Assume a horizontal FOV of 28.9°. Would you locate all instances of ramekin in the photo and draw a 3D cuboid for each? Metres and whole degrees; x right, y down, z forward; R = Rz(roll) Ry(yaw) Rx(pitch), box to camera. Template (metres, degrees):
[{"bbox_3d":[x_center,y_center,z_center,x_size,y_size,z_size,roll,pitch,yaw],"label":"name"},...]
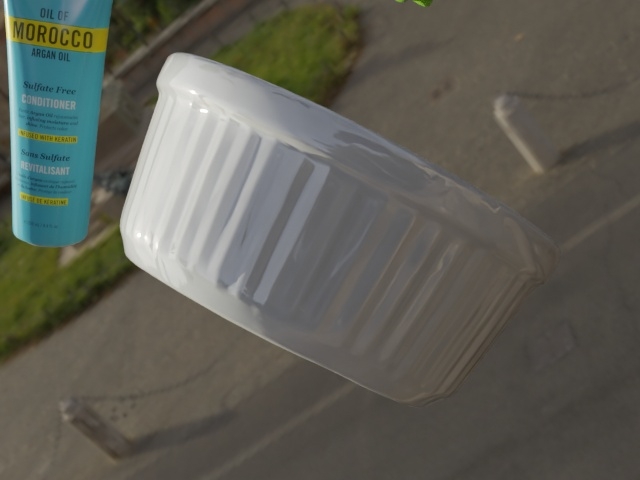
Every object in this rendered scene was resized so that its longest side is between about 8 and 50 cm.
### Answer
[{"bbox_3d":[0.000,0.000,0.773,0.127,0.273,0.273,-62,28,0],"label":"ramekin"}]

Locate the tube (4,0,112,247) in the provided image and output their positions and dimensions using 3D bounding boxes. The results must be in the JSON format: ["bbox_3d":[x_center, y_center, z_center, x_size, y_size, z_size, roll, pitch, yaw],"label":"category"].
[{"bbox_3d":[-0.179,-0.098,0.840,0.080,0.207,0.052,6,25,-3],"label":"tube"}]

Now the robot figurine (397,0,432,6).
[{"bbox_3d":[0.057,-0.246,1.045,0.067,0.115,0.101,-62,10,-15],"label":"robot figurine"}]
